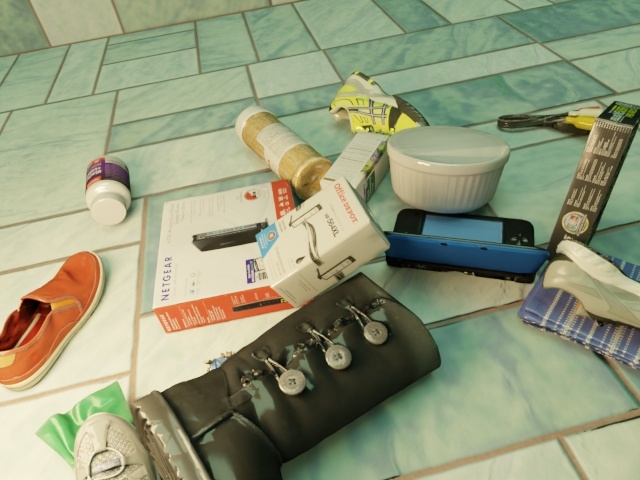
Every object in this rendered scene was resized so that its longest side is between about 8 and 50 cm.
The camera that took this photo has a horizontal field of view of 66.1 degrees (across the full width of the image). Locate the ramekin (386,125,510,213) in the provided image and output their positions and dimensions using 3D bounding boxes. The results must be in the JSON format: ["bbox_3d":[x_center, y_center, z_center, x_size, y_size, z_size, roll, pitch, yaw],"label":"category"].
[{"bbox_3d":[0.283,-0.163,1.122,0.273,0.127,0.273,-1,29,0],"label":"ramekin"}]

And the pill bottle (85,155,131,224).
[{"bbox_3d":[-0.543,-0.127,1.260,0.108,0.108,0.193,-17,43,-10],"label":"pill bottle"}]

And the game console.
[{"bbox_3d":[0.279,-0.021,0.969,0.293,0.173,0.250,7,45,16],"label":"game console"}]

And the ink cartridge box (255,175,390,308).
[{"bbox_3d":[0.000,0.000,0.877,0.203,0.086,0.148,-35,42,9],"label":"ink cartridge box"}]

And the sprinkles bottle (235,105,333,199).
[{"bbox_3d":[-0.102,-0.240,1.303,0.121,0.121,0.355,-27,45,-19],"label":"sprinkles bottle"}]

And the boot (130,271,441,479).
[{"bbox_3d":[0.013,0.275,0.726,0.445,0.146,0.367,-23,64,-34],"label":"boot"}]

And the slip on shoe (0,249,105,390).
[{"bbox_3d":[-0.539,0.132,0.985,0.123,0.101,0.331,0,42,12],"label":"slip on shoe"}]

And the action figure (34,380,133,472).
[{"bbox_3d":[-0.317,0.339,0.754,0.137,0.063,0.232,-34,55,-28],"label":"action figure"}]

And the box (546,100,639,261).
[{"bbox_3d":[0.512,-0.108,0.917,0.060,0.270,0.216,24,34,29],"label":"box"}]

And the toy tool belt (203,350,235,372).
[{"bbox_3d":[-0.159,0.220,0.865,0.083,0.051,0.052,-9,43,-2],"label":"toy tool belt"}]

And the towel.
[{"bbox_3d":[0.554,0.131,0.869,0.336,0.040,0.243,25,49,29],"label":"towel"}]

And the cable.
[{"bbox_3d":[0.637,-0.340,1.333,0.287,0.072,0.139,14,41,23],"label":"cable"}]

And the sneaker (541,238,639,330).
[{"bbox_3d":[0.499,0.108,0.812,0.271,0.108,0.100,37,13,22],"label":"sneaker"}]

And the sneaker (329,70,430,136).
[{"bbox_3d":[0.176,-0.324,1.370,0.147,0.145,0.384,-47,51,4],"label":"sneaker"}]

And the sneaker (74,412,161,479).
[{"bbox_3d":[-0.258,0.351,0.639,0.105,0.115,0.281,-21,61,-18],"label":"sneaker"}]

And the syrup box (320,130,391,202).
[{"bbox_3d":[0.092,-0.166,1.213,0.096,0.093,0.237,14,47,22],"label":"syrup box"}]

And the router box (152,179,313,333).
[{"bbox_3d":[-0.189,0.020,1.064,0.301,0.082,0.335,-11,43,-4],"label":"router box"}]
